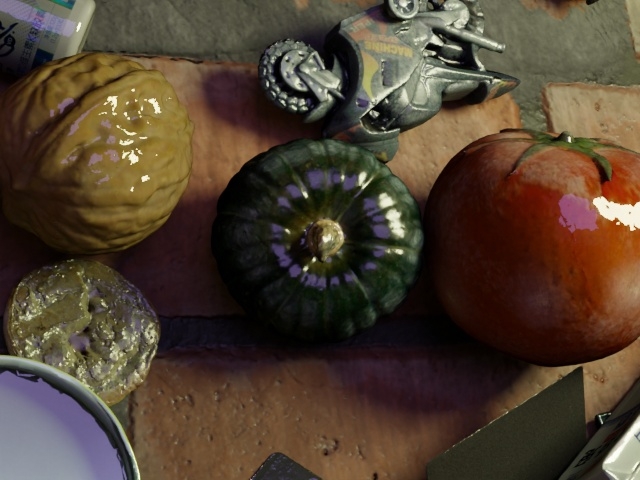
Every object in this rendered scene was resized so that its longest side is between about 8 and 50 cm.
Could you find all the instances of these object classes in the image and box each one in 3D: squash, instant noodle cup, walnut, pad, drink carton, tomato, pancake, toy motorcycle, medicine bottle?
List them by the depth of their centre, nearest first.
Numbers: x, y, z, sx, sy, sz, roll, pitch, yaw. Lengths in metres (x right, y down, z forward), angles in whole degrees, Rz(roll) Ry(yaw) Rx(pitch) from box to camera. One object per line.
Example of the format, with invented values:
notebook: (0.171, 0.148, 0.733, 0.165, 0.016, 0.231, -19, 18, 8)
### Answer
instant noodle cup: (-0.283, 0.233, 1.128, 0.311, 0.221, 0.311, 7, 66, -17)
walnut: (-0.224, -0.082, 1.289, 0.213, 0.213, 0.213, 7, 66, -16)
pancake: (-0.234, 0.090, 1.316, 0.158, 0.028, 0.158, 9, 64, -18)
squash: (-0.001, -0.001, 1.350, 0.218, 0.172, 0.218, 6, 63, -13)
pad: (0.193, 0.228, 1.360, 0.211, 0.143, 0.003, -26, 34, -27)
medicine bottle: (-0.335, -0.232, 1.371, 0.191, 0.107, 0.107, 21, 63, -10)
tomato: (0.236, 0.008, 1.387, 0.264, 0.265, 0.265, 7, 66, -16)
drink carton: (0.364, 0.200, 1.390, 0.106, 0.130, 0.315, 45, 52, 6)
toy motorcycle: (0.079, -0.182, 1.499, 0.307, 0.108, 0.173, -24, 86, -27)

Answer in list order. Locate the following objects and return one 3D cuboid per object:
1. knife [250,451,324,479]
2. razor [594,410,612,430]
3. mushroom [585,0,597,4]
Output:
knife: (-0.080, 0.311, 1.282, 0.072, 0.019, 0.245, 32, 59, 1)
razor: (0.336, 0.272, 1.430, 0.066, 0.033, 0.190, -11, 71, -23)
mushroom: (0.439, -0.497, 1.655, 0.397, 0.313, 0.224, -34, 85, -33)
